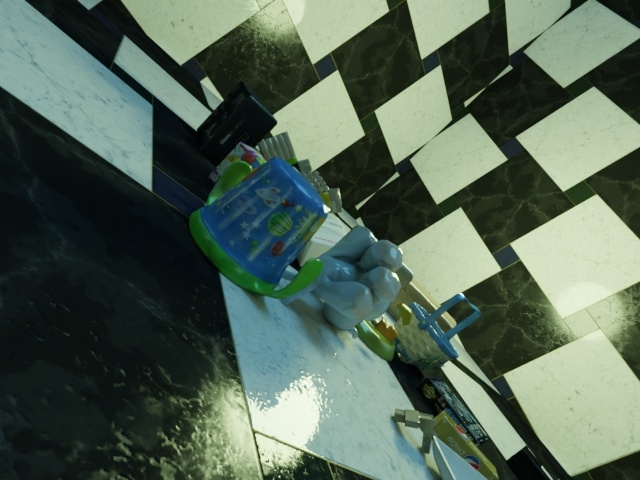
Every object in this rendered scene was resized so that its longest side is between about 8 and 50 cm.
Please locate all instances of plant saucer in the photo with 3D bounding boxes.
[{"bbox_3d":[0.149,0.261,1.369,0.241,0.037,0.241,44,9,-9],"label":"plant saucer"}]

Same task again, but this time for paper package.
[{"bbox_3d":[0.444,0.327,1.999,0.309,0.168,0.325,49,10,15],"label":"paper package"}]

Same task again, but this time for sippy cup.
[{"bbox_3d":[-0.110,-0.043,0.934,0.305,0.224,0.240,46,10,-2],"label":"sippy cup"}]

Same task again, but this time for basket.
[{"bbox_3d":[0.392,0.298,1.496,0.255,0.289,0.201,33,16,-50],"label":"basket"}]

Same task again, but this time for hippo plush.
[{"bbox_3d":[0.073,0.142,1.066,0.234,0.294,0.236,58,-8,47],"label":"hippo plush"}]

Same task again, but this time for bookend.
[{"bbox_3d":[0.728,0.798,1.535,0.156,0.072,0.157,53,11,31],"label":"bookend"}]

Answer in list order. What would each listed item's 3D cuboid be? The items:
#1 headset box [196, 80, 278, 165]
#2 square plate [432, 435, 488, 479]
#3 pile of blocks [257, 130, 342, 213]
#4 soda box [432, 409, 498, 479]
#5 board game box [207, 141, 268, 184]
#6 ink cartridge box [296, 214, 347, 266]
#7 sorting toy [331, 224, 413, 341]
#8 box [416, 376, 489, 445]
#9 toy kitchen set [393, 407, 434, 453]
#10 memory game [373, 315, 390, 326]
[{"bbox_3d":[-0.291,-0.389,1.535,0.131,0.246,0.283,40,10,-31],"label":"headset box"},{"bbox_3d":[0.361,0.593,0.851,0.347,0.049,0.344,44,9,-15],"label":"square plate"},{"bbox_3d":[-0.083,-0.200,1.490,0.362,0.149,0.113,45,-18,-23],"label":"pile of blocks"},{"bbox_3d":[0.347,0.514,1.099,0.181,0.058,0.061,49,9,12],"label":"soda box"},{"bbox_3d":[-0.165,-0.129,1.304,0.275,0.144,0.142,47,10,8],"label":"board game box"},{"bbox_3d":[0.000,0.000,1.440,0.172,0.100,0.237,15,25,-24],"label":"ink cartridge box"},{"bbox_3d":[0.132,0.134,1.210,0.307,0.229,0.041,42,22,-6],"label":"sorting toy"},{"bbox_3d":[0.396,0.514,1.338,0.220,0.051,0.175,52,11,33],"label":"box"},{"bbox_3d":[0.196,0.411,0.956,0.083,0.075,0.068,7,-1,11],"label":"toy kitchen set"},{"bbox_3d":[0.163,0.224,1.425,0.186,0.012,0.186,46,10,-10],"label":"memory game"}]
